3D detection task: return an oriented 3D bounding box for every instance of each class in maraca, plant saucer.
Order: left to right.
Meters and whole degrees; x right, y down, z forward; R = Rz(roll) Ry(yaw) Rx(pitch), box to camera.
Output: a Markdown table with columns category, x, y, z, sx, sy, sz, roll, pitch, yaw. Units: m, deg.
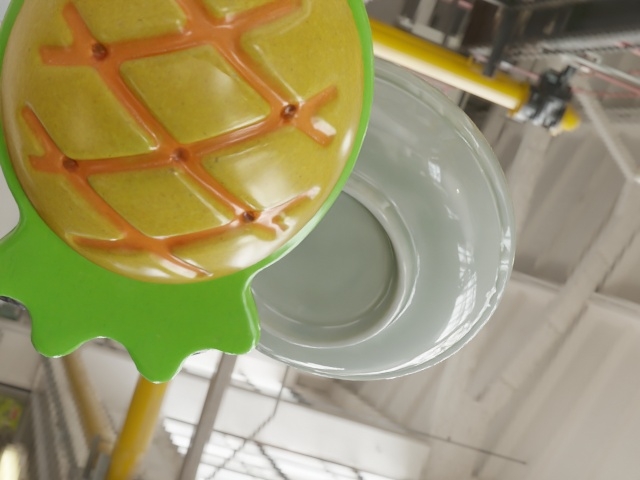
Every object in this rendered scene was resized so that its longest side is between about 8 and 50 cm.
| category | x | y | z | sx | sy | sz | roll | pitch | yaw |
| --- | --- | --- | --- | --- | --- | --- | --- | --- | --- |
| maraca | -0.053 | -0.030 | 0.388 | 0.099 | 0.127 | 0.185 | -92 | -159 | -64 |
| plant saucer | 0.000 | 0.000 | 1.176 | 0.400 | 0.400 | 0.100 | -60 | 180 | 33 |

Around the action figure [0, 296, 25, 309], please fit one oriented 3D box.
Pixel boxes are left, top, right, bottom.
| category | x | y | z | sx | sy | sz | roll | pitch | yaw |
| --- | --- | --- | --- | --- | --- | --- | --- | --- | --- |
| action figure | -0.317 | -0.047 | 1.312 | 0.275 | 0.141 | 0.164 | 123 | -17 | -45 |

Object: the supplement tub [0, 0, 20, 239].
| category | x | y | z | sx | sy | sz | roll | pitch | yaw |
| --- | --- | --- | --- | --- | --- | --- | --- | --- | --- |
| supplement tub | -0.243 | -0.115 | 0.981 | 0.235 | 0.235 | 0.325 | -64 | 170 | 21 |

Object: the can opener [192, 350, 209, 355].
| category | x | y | z | sx | sy | sz | roll | pitch | yaw |
| --- | --- | --- | --- | --- | --- | --- | --- | --- | --- |
| can opener | -0.153 | 0.127 | 1.496 | 0.059 | 0.186 | 0.073 | 54 | -46 | 17 |
